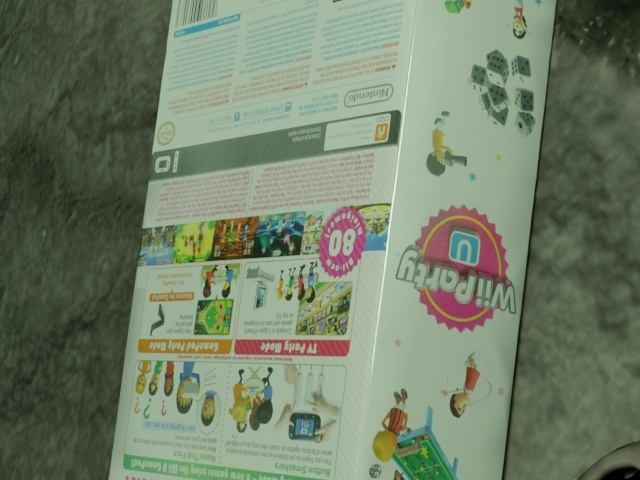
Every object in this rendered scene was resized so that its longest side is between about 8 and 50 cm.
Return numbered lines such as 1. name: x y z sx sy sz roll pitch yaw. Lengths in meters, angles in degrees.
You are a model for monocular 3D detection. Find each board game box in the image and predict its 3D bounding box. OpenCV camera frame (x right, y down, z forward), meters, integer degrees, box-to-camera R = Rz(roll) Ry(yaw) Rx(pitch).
1. board game box: 0.000 0.000 0.785 0.224 0.098 0.303 -4 75 52

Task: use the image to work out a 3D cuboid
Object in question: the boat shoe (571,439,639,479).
1. boat shoe: 0.086 0.223 0.581 0.132 0.130 0.355 30 103 51
